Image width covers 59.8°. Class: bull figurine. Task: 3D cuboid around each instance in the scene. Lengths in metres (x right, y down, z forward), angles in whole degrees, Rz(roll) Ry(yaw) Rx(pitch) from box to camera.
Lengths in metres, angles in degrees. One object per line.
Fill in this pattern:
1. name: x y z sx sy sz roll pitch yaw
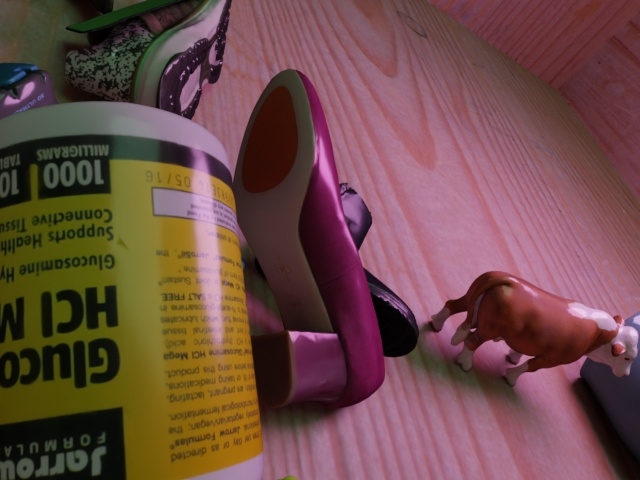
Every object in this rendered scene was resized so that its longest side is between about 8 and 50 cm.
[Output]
1. bull figurine: 0.326 0.141 0.844 0.310 0.188 0.101 27 38 -21

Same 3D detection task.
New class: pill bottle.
1. pill bottle: -0.140 0.093 0.385 0.188 0.188 0.333 4 71 -42

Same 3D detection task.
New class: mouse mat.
1. mouse mat: -0.241 -0.311 0.746 0.190 0.007 0.153 -29 33 -19

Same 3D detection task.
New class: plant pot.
1. plant pot: 0.603 0.262 0.944 0.272 0.271 0.255 3 36 -43

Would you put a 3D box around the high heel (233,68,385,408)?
1. high heel: 0.000 0.000 0.648 0.181 0.127 0.377 10 78 -49

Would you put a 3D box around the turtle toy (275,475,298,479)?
1. turtle toy: -0.031 0.268 0.466 0.095 0.066 0.130 21 40 -28

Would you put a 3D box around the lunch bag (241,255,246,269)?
1. lunch bag: -0.163 0.024 0.574 0.151 0.096 0.128 29 35 -3

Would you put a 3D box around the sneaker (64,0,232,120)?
1. sneaker: -0.243 -0.305 0.828 0.182 0.158 0.410 16 34 -6

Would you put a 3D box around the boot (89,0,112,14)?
1. boot: -0.377 -0.402 0.842 0.106 0.082 0.219 -1 38 -32

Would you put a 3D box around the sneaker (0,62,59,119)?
1. sneaker: -0.316 -0.005 0.424 0.125 0.139 0.341 13 46 30

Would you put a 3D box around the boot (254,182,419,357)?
1. boot: 0.047 0.022 0.780 0.247 0.094 0.207 33 39 -3
